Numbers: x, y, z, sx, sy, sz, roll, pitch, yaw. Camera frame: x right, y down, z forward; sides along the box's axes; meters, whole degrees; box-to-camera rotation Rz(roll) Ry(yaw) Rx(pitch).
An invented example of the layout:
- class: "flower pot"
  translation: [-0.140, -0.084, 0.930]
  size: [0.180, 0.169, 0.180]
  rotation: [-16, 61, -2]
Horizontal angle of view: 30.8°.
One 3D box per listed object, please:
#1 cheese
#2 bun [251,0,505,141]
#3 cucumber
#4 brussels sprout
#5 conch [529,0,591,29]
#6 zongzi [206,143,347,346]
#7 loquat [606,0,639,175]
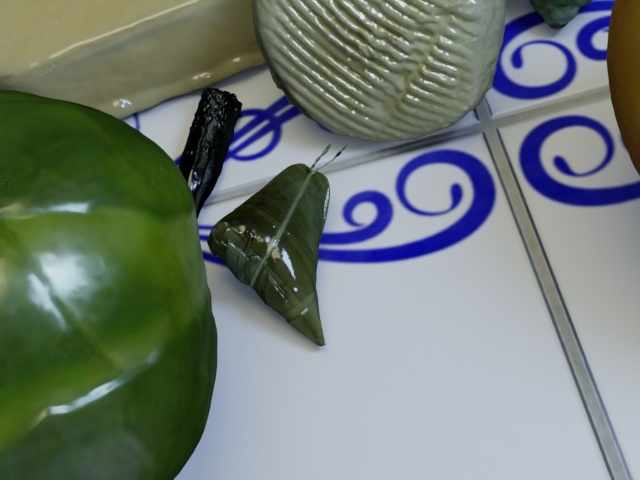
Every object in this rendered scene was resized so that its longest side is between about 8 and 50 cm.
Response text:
- class: "cheese"
  translation: [-0.183, -0.246, 1.109]
  size: [0.384, 0.104, 0.384]
  rotation: [-6, 56, 8]
- class: "bun"
  translation: [0.052, -0.198, 0.975]
  size: [0.220, 0.220, 0.134]
  rotation: [5, 34, 15]
- class: "cucumber"
  translation: [-0.106, -0.064, 1.013]
  size: [0.039, 0.043, 0.163]
  rotation: [-23, 41, 45]
- class: "brussels sprout"
  translation: [-0.225, 0.051, 0.812]
  size: [0.315, 0.276, 0.371]
  rotation: [-27, 37, -8]
- class: "conch"
  translation: [0.218, -0.291, 1.047]
  size: [0.176, 0.122, 0.188]
  rotation: [-2, 51, 36]
- class: "zongzi"
  translation: [0.000, 0.000, 0.950]
  size: [0.130, 0.062, 0.154]
  rotation: [42, 55, 10]
- class: "loquat"
  translation: [0.356, -0.122, 0.781]
  size: [0.328, 0.328, 0.328]
  rotation: [-6, 55, 8]
